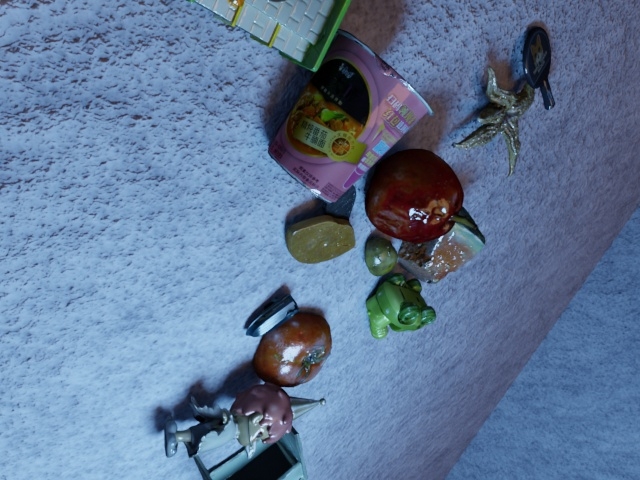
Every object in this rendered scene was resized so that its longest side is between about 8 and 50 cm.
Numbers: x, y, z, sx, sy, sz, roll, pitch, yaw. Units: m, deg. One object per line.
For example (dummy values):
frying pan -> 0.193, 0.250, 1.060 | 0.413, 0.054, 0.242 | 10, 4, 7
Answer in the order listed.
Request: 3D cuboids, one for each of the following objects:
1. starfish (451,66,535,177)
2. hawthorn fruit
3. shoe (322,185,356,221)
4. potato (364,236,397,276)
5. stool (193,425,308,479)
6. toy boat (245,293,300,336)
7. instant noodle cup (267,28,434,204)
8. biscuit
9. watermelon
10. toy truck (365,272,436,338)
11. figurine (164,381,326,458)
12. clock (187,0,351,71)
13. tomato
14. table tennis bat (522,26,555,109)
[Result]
starfish -> 0.455, -0.311, 1.378 | 0.293, 0.084, 0.302 | -10, 119, -44
hawthorn fruit -> 0.244, -0.094, 1.219 | 0.210, 0.265, 0.230 | -52, 149, -29
shoe -> 0.034, -0.081, 1.193 | 0.071, 0.049, 0.179 | -18, 151, -14
potato -> 0.162, 0.048, 1.396 | 0.091, 0.070, 0.138 | -43, 141, -8
stool -> -0.188, 0.603, 1.418 | 0.243, 0.170, 0.270 | -29, 137, -25
toy boat -> -0.118, 0.184, 1.243 | 0.141, 0.060, 0.055 | -37, 141, -6
instant noodle cup -> 0.042, -0.211, 0.969 | 0.255, 0.244, 0.244 | -50, 142, 10
biscuit -> 0.000, 0.000, 1.209 | 0.220, 0.029, 0.142 | 8, 131, -46
watermelon -> 0.307, 0.015, 1.451 | 0.139, 0.193, 0.257 | 0, 134, -43
toy truck -> 0.211, 0.201, 1.524 | 0.210, 0.148, 0.187 | -29, 145, 12
figurine -> -0.176, 0.436, 1.262 | 0.386, 0.166, 0.207 | -3, 156, -23
clock -> -0.070, -0.409, 0.775 | 0.255, 0.106, 0.220 | 11, 112, -48
tomato -> -0.057, 0.293, 1.359 | 0.236, 0.095, 0.237 | -26, 135, -29
table tennis bat -> 0.587, -0.452, 1.401 | 0.150, 0.027, 0.236 | -54, 130, -23
